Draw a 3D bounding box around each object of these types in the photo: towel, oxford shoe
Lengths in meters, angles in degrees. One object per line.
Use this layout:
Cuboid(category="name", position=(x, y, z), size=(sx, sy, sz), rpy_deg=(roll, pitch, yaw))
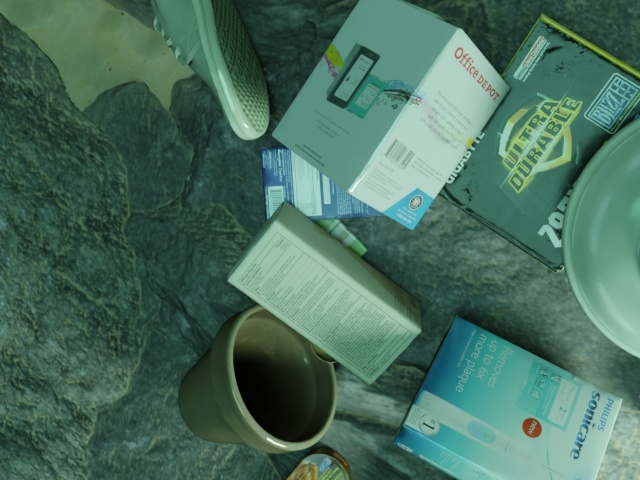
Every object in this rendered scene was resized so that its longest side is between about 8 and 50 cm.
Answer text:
Cuboid(category="towel", position=(0.000, 0.000, 1.309), size=(0.152, 0.023, 0.113), rpy_deg=(45, 112, 3))
Cuboid(category="oxford shoe", position=(-0.215, -0.368, 1.231), size=(0.130, 0.169, 0.449), rpy_deg=(-26, 84, 17))

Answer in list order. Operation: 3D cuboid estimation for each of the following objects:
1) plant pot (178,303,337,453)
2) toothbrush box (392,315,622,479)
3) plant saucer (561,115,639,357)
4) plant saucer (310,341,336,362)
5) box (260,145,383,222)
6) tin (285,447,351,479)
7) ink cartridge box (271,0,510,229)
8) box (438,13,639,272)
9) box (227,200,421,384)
Cuboid(category="plant pot", position=(-0.135, 0.273, 1.301), size=(0.229, 0.263, 0.263), rpy_deg=(-30, 90, 38))
Cuboid(category="toothbrush box", position=(0.300, 0.296, 1.158), size=(0.295, 0.126, 0.216), rpy_deg=(28, 64, 11))
Cuboid(category="plant saucer", position=(0.534, 0.007, 0.944), size=(0.400, 0.100, 0.400), rpy_deg=(3, 105, 13))
Cuboid(category="plant saucer", position=(0.012, 0.186, 1.314), size=(0.015, 0.083, 0.083), rpy_deg=(-30, 90, 52))
Cuboid(category="box", position=(0.010, -0.104, 1.258), size=(0.225, 0.036, 0.136), rpy_deg=(-3, 93, 10))
Cuboid(category="tin", position=(-0.015, 0.490, 1.394), size=(0.106, 0.040, 0.190), rpy_deg=(41, 109, 11))
Cuboid(category="ink cartridge box", position=(0.109, -0.198, 1.087), size=(0.197, 0.198, 0.270), rpy_deg=(40, 99, 38))
Cuboid(category="box", position=(0.367, -0.150, 1.135), size=(0.257, 0.079, 0.322), rpy_deg=(34, 108, 7))
Cuboid(category="box", position=(0.011, 0.088, 1.228), size=(0.311, 0.121, 0.148), rpy_deg=(39, 110, -8))
